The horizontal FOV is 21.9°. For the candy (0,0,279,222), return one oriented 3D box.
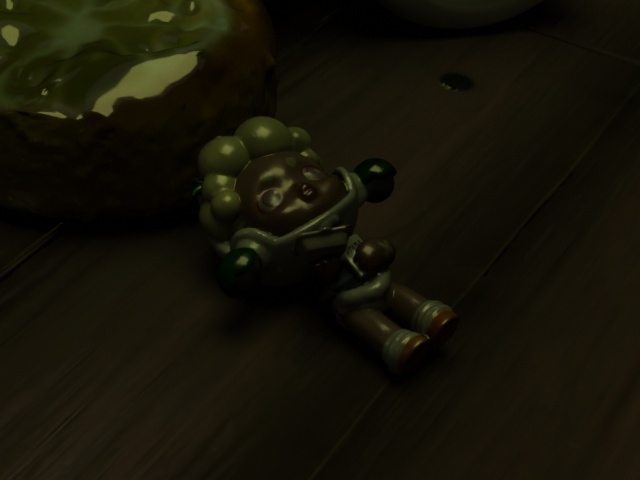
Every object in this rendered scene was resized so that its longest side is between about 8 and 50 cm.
[{"bbox_3d":[-0.156,-0.117,1.141,0.260,0.118,0.260,3,35,-2],"label":"candy"}]

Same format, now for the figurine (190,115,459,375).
[{"bbox_3d":[0.000,-0.001,1.024,0.147,0.093,0.197,-35,53,-30],"label":"figurine"}]

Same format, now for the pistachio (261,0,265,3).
[{"bbox_3d":[-0.150,-0.316,1.303,0.226,0.208,0.332,-41,93,-26],"label":"pistachio"}]

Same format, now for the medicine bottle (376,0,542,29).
[{"bbox_3d":[0.094,-0.336,1.375,0.252,0.252,0.241,-8,38,-21],"label":"medicine bottle"}]
